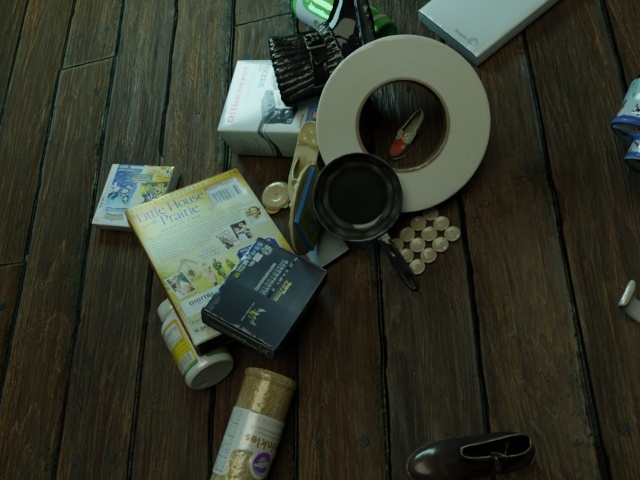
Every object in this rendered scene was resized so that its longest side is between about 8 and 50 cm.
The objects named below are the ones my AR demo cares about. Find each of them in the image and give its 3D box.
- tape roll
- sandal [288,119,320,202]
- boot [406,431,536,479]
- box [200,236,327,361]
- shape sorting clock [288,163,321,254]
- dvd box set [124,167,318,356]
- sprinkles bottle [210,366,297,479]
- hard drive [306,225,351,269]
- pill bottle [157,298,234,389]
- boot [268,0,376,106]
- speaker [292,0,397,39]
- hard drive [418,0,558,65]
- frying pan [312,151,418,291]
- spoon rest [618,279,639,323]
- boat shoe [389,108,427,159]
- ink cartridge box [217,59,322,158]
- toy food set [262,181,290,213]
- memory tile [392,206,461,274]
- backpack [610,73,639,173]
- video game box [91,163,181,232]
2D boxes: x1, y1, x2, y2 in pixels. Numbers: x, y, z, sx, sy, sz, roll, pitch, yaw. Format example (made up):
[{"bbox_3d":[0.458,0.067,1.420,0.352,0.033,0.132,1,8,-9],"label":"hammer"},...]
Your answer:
[{"bbox_3d":[0.181,-0.257,1.471,0.392,0.072,0.392,1,100,3],"label":"tape roll"},{"bbox_3d":[-0.044,-0.162,1.547,0.088,0.079,0.240,14,108,18],"label":"sandal"},{"bbox_3d":[0.263,0.388,1.194,0.248,0.207,0.090,-13,63,13],"label":"boot"},{"bbox_3d":[-0.117,0.121,1.414,0.183,0.059,0.233,27,56,13],"label":"box"},{"bbox_3d":[-0.031,-0.069,1.474,0.040,0.206,0.206,6,69,21],"label":"shape sorting clock"},{"bbox_3d":[-0.240,0.033,1.545,0.307,0.062,0.420,-24,59,-21],"label":"dvd box set"},{"bbox_3d":[-0.155,0.448,1.358,0.121,0.121,0.355,9,70,22],"label":"sprinkles bottle"},{"bbox_3d":[0.000,0.000,1.564,0.094,0.022,0.135,-34,60,2],"label":"hard drive"},{"bbox_3d":[-0.294,0.227,1.507,0.117,0.117,0.208,-37,61,0],"label":"pill bottle"},{"bbox_3d":[-0.001,-0.502,1.582,0.260,0.131,0.348,-12,65,10],"label":"boot"},{"bbox_3d":[0.062,-0.590,1.752,0.296,0.131,0.131,39,83,29],"label":"speaker"},{"bbox_3d":[0.460,-0.628,1.680,0.353,0.047,0.233,-39,60,-1],"label":"hard drive"},{"bbox_3d":[0.135,-0.059,1.447,0.326,0.053,0.197,35,101,-3],"label":"frying pan"},{"bbox_3d":[0.696,0.167,1.235,0.276,0.084,0.137,29,79,14],"label":"spoon rest"},{"bbox_3d":[0.211,-0.259,1.599,0.049,0.043,0.137,35,83,26],"label":"boat shoe"},{"bbox_3d":[-0.082,-0.339,1.683,0.307,0.129,0.223,5,69,20],"label":"ink cartridge box"},{"bbox_3d":[-0.108,-0.111,1.652,0.082,0.020,0.083,-27,61,5],"label":"toy food set"},{"bbox_3d":[0.235,-0.001,1.492,0.148,0.012,0.113,-42,61,-2],"label":"memory tile"},{"bbox_3d":[0.719,-0.212,1.302,0.263,0.276,0.213,37,95,32],"label":"backpack"},{"bbox_3d":[-0.498,-0.114,1.771,0.205,0.048,0.187,4,71,20],"label":"video game box"}]
